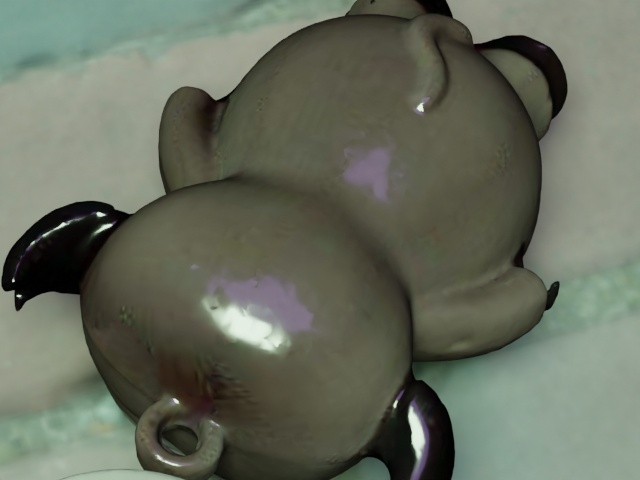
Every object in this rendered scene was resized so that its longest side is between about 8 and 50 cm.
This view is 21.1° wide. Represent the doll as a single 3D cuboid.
[{"bbox_3d":[0.001,-0.002,0.669,0.182,0.117,0.257,28,57,8],"label":"doll"}]

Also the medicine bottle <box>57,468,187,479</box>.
[{"bbox_3d":[-0.065,0.150,0.504,0.135,0.215,0.135,5,58,-8],"label":"medicine bottle"}]
